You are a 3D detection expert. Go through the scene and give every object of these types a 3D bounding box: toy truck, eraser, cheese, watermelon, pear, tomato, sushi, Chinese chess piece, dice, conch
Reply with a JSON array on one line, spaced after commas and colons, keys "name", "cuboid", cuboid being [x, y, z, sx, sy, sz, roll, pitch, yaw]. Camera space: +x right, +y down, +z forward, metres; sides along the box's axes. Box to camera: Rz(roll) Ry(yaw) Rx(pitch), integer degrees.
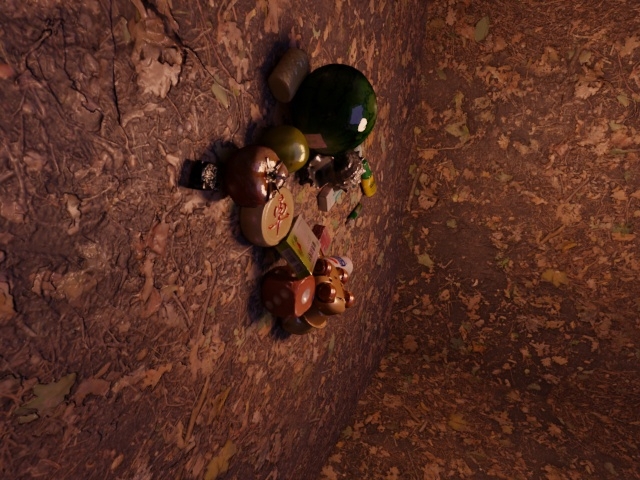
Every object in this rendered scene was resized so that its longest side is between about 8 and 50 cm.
[{"name": "toy truck", "cuboid": [0.016, 0.235, 1.882, 0.204, 0.212, 0.287, 28, 37, -47]}, {"name": "eraser", "cuboid": [0.058, -0.248, 2.090, 0.225, 0.052, 0.095, -57, 152, -42]}, {"name": "cheese", "cuboid": [-0.114, -0.597, 1.479, 0.123, 0.094, 0.167, 76, 38, -64]}, {"name": "watermelon", "cuboid": [0.057, -0.508, 1.597, 0.363, 0.364, 0.362, -42, 138, -54]}, {"name": "pear", "cuboid": [-0.149, -0.320, 1.468, 0.216, 0.166, 0.180, -15, 130, -37]}, {"name": "tomato", "cuboid": [-0.217, -0.226, 1.324, 0.213, 0.181, 0.155, -65, 148, -35]}, {"name": "sushi", "cuboid": [-0.338, -0.190, 1.212, 0.085, 0.056, 0.083, -2, 96, -65]}, {"name": "Chinese chess piece", "cuboid": [-0.195, -0.099, 1.528, 0.251, 0.097, 0.250, -43, 139, -53]}, {"name": "dice", "cuboid": [-0.135, 0.208, 1.721, 0.175, 0.180, 0.173, -32, 131, -53]}, {"name": "conch", "cuboid": [0.058, -0.311, 1.816, 0.186, 0.313, 0.240, 129, -53, -60]}]

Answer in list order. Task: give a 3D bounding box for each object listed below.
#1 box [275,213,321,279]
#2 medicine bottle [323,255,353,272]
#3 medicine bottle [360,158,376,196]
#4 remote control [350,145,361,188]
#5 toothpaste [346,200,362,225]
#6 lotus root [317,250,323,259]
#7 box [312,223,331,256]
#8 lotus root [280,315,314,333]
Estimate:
[{"name": "box", "cuboid": [-0.085, 0.022, 1.697, 0.175, 0.062, 0.260, 55, 22, -18]}, {"name": "medicine bottle", "cuboid": [0.076, 0.151, 2.229, 0.341, 0.131, 0.130, 1, 100, -66]}, {"name": "medicine bottle", "cuboid": [0.282, -0.386, 2.508, 0.309, 0.076, 0.111, 58, 47, -57]}, {"name": "remote control", "cuboid": [0.187, -0.414, 2.304, 0.104, 0.052, 0.247, -19, 119, -62]}, {"name": "toothpaste", "cuboid": [0.213, -0.156, 2.506, 0.248, 0.047, 0.078, -52, 150, -50]}, {"name": "lotus root", "cuboid": [-0.037, 0.076, 1.988, 0.108, 0.095, 0.190, -83, 168, -61]}, {"name": "box", "cuboid": [0.000, 0.000, 2.072, 0.156, 0.060, 0.111, 69, 40, -56]}, {"name": "lotus root", "cuboid": [-0.090, 0.374, 1.942, 0.146, 0.131, 0.303, -47, 156, 9]}]
